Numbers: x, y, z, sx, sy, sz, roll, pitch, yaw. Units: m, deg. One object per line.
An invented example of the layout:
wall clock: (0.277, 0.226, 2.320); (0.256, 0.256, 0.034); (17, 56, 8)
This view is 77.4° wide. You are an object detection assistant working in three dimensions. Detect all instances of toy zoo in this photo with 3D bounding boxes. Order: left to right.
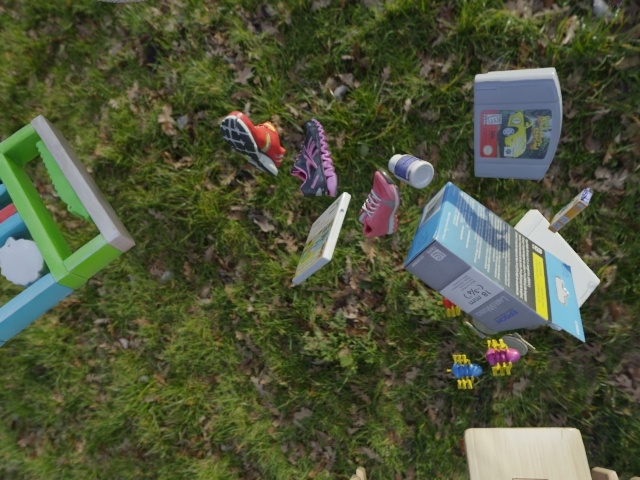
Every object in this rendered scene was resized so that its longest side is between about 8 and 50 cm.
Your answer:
toy zoo: (-0.351, 0.025, 0.390); (0.293, 0.030, 0.192); (-39, 69, -7)

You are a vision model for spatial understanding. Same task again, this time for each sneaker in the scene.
sneaker: (-0.175, -0.282, 1.092); (0.108, 0.279, 0.118); (23, 82, 18)
sneaker: (-0.015, -0.107, 0.523); (0.057, 0.047, 0.119); (-14, 66, 2)
sneaker: (0.202, -0.110, 1.409); (0.136, 0.313, 0.115); (-23, 52, -9)

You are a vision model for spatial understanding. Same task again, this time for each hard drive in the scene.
hard drive: (0.756, 0.102, 1.346); (0.353, 0.047, 0.233); (44, 84, -11)

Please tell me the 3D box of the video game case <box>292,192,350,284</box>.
video game case: (0.000, 0.000, 1.101); (0.227, 0.026, 0.206); (-41, 26, 58)

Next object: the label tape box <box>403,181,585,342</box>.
label tape box: (0.357, 0.056, 0.830); (0.334, 0.240, 0.105); (35, 131, -2)

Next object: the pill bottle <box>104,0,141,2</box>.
pill bottle: (-0.172, -0.325, 0.271); (0.153, 0.153, 0.264); (-21, 80, 19)

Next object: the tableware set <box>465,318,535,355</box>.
tableware set: (0.592, 0.302, 1.314); (0.194, 0.128, 0.039); (40, 55, 6)

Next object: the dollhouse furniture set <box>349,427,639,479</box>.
dollhouse furniture set: (0.152, 0.229, 0.338); (0.263, 0.259, 0.134); (-5, 66, 9)

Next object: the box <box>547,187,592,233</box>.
box: (0.703, -0.086, 1.118); (0.028, 0.081, 0.136); (42, 139, 11)

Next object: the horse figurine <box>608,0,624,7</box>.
horse figurine: (0.442, -0.516, 0.676); (0.066, 0.174, 0.263); (-37, 67, 11)

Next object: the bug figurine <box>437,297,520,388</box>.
bug figurine: (0.418, 0.251, 1.069); (0.216, 0.072, 0.278); (-19, 70, 52)

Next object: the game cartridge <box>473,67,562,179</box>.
game cartridge: (0.491, -0.278, 1.005); (0.196, 0.294, 0.060); (5, 48, 26)

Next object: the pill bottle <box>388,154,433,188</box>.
pill bottle: (0.369, -0.295, 1.661); (0.112, 0.112, 0.187); (-52, 37, 5)
